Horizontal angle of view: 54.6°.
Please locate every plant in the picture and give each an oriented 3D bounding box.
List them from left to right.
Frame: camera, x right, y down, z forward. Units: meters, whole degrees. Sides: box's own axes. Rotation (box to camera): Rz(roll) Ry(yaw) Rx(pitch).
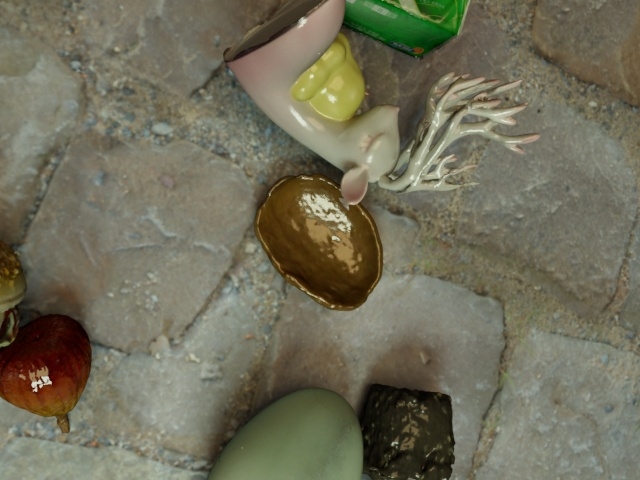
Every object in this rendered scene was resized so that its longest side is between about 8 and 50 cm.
[{"bbox_3d":[0.109,0.299,0.839,0.142,0.131,0.203,9,85,-24],"label":"plant"}]

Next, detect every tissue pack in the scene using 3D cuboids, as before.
[{"bbox_3d":[0.089,-0.365,0.837,0.209,0.148,0.156,18,87,-13],"label":"tissue pack"}]

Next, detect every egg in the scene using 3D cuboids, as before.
[{"bbox_3d":[-0.044,0.309,0.776,0.183,0.183,0.264,36,75,-11],"label":"egg"}]

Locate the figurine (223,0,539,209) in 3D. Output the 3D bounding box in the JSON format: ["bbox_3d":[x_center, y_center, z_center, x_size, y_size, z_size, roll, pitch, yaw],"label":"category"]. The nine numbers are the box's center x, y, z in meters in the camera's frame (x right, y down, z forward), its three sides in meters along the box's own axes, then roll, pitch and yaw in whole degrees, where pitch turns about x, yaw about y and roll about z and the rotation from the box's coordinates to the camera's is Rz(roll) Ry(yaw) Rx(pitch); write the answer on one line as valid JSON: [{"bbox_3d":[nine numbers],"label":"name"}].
[{"bbox_3d":[0.081,-0.174,0.770,0.284,0.206,0.316,-32,120,14],"label":"figurine"}]

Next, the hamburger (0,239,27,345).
[{"bbox_3d":[-0.457,0.048,0.627,0.302,0.302,0.170,21,92,-13],"label":"hamburger"}]

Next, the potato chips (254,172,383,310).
[{"bbox_3d":[0.000,0.000,0.860,0.201,0.049,0.150,41,76,-12],"label":"potato chips"}]

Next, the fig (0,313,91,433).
[{"bbox_3d":[-0.322,0.169,0.741,0.119,0.119,0.153,-22,96,-14],"label":"fig"}]
